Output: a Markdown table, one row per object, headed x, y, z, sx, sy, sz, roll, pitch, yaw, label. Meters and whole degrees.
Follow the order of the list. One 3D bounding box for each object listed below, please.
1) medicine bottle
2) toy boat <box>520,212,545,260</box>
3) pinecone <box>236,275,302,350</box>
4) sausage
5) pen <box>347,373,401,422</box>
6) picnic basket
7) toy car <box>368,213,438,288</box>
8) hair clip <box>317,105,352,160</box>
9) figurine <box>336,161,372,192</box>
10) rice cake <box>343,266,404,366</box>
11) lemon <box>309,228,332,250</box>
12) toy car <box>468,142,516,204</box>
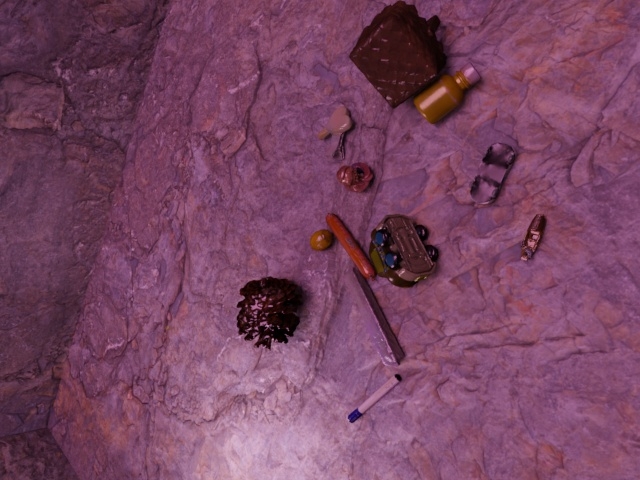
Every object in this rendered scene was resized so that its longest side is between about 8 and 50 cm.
| x | y | z | sx | sy | sz | roll | pitch | yaw | label |
| --- | --- | --- | --- | --- | --- | --- | --- | --- | --- |
| 0.433 | -0.504 | 1.533 | 0.213 | 0.122 | 0.121 | -35 | 65 | 28 | medicine bottle |
| 0.637 | -0.010 | 1.364 | 0.047 | 0.049 | 0.149 | 23 | 98 | 36 | toy boat |
| -0.205 | 0.296 | 1.841 | 0.299 | 0.242 | 0.295 | 8 | 86 | 44 | pinecone |
| 0.114 | 0.017 | 1.752 | 0.053 | 0.053 | 0.347 | -46 | 60 | 24 | sausage |
| 0.193 | 0.572 | 1.639 | 0.269 | 0.033 | 0.033 | -50 | 59 | 22 | pen |
| 0.279 | -0.655 | 1.570 | 0.254 | 0.321 | 0.291 | -29 | 111 | 41 | picnic basket |
| 0.264 | 0.054 | 1.577 | 0.198 | 0.204 | 0.247 | -52 | 53 | 48 | toy car |
| 0.062 | -0.439 | 1.845 | 0.159 | 0.071 | 0.218 | 9 | 86 | 40 | hair clip |
| 0.127 | -0.236 | 1.725 | 0.126 | 0.157 | 0.113 | -23 | 92 | 28 | figurine |
| 0.191 | 0.278 | 1.657 | 0.070 | 0.064 | 0.398 | -43 | 61 | 36 | rice cake |
| 0.000 | 0.000 | 1.823 | 0.111 | 0.082 | 0.081 | -34 | 65 | 34 | lemon |
| 0.548 | -0.212 | 1.451 | 0.095 | 0.056 | 0.204 | 29 | 106 | 36 | toy car |
